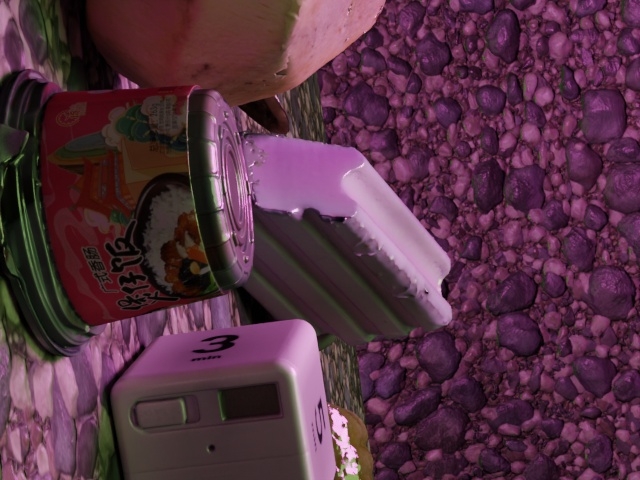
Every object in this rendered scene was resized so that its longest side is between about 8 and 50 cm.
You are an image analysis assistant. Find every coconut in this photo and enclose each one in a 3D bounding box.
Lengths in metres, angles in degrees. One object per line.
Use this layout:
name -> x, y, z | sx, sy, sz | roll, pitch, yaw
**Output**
coconut -> -0.106, -0.307, 1.516 | 0.352, 0.352, 0.353 | -7, 90, -83

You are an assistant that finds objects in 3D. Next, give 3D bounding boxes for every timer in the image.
timer -> -0.096, 0.204, 1.485 | 0.195, 0.192, 0.194 | -59, 141, -79

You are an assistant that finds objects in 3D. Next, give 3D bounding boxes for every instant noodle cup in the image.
instant noodle cup -> -0.160, -0.036, 1.250 | 0.302, 0.181, 0.259 | -74, 155, -74

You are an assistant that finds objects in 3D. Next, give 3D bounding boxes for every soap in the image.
soap -> 0.000, 0.000, 2.164 | 0.446, 0.261, 0.156 | 44, 42, -49

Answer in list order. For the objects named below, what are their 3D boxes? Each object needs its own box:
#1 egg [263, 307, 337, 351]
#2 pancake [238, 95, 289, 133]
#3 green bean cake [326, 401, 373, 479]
egg -> -0.025, 0.117, 2.394 | 0.199, 0.146, 0.147 | -72, 154, -61
pancake -> -0.118, -0.232, 2.010 | 0.212, 0.029, 0.235 | 42, -8, 23
green bean cake -> -0.037, 0.328, 1.746 | 0.125, 0.222, 0.248 | 40, 40, -78
